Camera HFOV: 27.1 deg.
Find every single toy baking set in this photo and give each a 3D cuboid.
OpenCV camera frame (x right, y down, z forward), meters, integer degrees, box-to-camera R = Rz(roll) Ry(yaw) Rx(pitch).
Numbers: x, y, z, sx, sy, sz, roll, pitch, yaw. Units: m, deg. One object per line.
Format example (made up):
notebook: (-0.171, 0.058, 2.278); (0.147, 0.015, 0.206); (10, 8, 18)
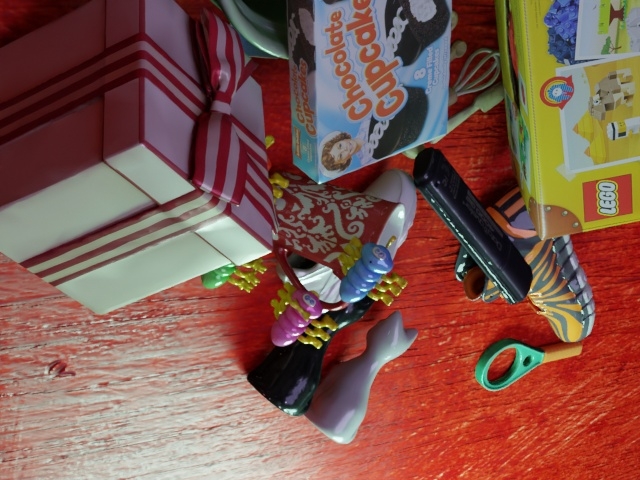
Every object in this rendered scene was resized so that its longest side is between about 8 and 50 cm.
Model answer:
toy baking set: (0.160, -0.198, 1.796); (0.256, 0.030, 0.197); (31, 95, -47)

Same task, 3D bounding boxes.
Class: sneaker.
sneaker: (0.304, 0.061, 2.044); (0.180, 0.124, 0.321); (-33, 124, -12)
sneaker: (0.034, -0.012, 1.777); (0.232, 0.090, 0.115); (-50, 134, -2)

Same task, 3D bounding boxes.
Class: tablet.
tablet: (-0.076, -0.244, 1.585); (0.083, 0.006, 0.054); (-1, 119, -38)

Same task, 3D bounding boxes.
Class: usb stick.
usb stick: (0.214, -0.017, 1.850); (0.278, 0.045, 0.077); (48, 42, -32)

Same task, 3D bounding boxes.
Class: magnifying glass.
magnifying glass: (0.352, 0.197, 2.228); (0.231, 0.026, 0.092); (-9, 123, -37)

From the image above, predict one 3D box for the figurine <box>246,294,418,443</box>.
figurine: (0.032, 0.166, 1.894); (0.209, 0.092, 0.215); (-52, 138, 0)

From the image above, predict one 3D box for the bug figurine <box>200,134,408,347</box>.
bug figurine: (-0.043, 0.015, 1.606); (0.216, 0.279, 0.072); (-57, 168, 29)

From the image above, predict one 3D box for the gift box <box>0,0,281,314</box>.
gift box: (-0.181, -0.097, 1.378); (0.258, 0.255, 0.276); (-22, 148, 24)

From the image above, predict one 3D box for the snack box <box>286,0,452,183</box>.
snack box: (0.055, -0.235, 1.441); (0.187, 0.060, 0.322); (-23, 130, -26)

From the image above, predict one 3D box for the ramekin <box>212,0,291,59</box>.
ramekin: (-0.024, -0.363, 1.445); (0.303, 0.148, 0.303); (-21, 129, -28)

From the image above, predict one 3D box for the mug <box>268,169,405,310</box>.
mug: (0.001, -0.007, 1.663); (0.113, 0.169, 0.150); (85, 29, -57)

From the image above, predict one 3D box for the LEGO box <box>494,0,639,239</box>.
LEGO box: (0.425, -0.285, 1.714); (0.372, 0.193, 0.500); (-11, 126, 1)
